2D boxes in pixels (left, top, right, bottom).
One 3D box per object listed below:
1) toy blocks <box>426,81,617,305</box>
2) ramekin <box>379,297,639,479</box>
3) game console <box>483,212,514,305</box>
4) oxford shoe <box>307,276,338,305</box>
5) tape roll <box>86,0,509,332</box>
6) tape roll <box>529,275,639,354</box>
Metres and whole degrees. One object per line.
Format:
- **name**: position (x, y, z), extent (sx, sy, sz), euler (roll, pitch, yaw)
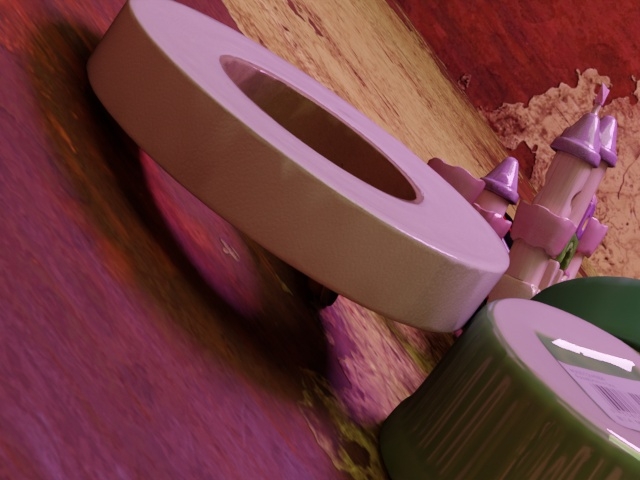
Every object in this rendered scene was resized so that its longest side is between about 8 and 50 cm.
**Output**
- **toy blocks**: position (0.281, -0.013, 1.711), extent (0.309, 0.260, 0.288), euler (25, -4, 17)
- **ramekin**: position (0.214, 0.181, 1.297), extent (0.303, 0.148, 0.303), euler (29, 18, -10)
- **game console**: position (0.281, 0.119, 2.027), extent (0.386, 0.060, 0.342), euler (66, 10, 14)
- **oxford shoe**: position (0.000, 0.000, 1.460), extent (0.076, 0.076, 0.212), euler (21, 20, -4)
- **tape roll**: position (-0.016, -0.068, 1.303), extent (0.392, 0.072, 0.392), euler (34, 13, -9)
- **tape roll**: position (0.319, 0.177, 1.523), extent (0.321, 0.321, 0.077), euler (49, 52, -18)
